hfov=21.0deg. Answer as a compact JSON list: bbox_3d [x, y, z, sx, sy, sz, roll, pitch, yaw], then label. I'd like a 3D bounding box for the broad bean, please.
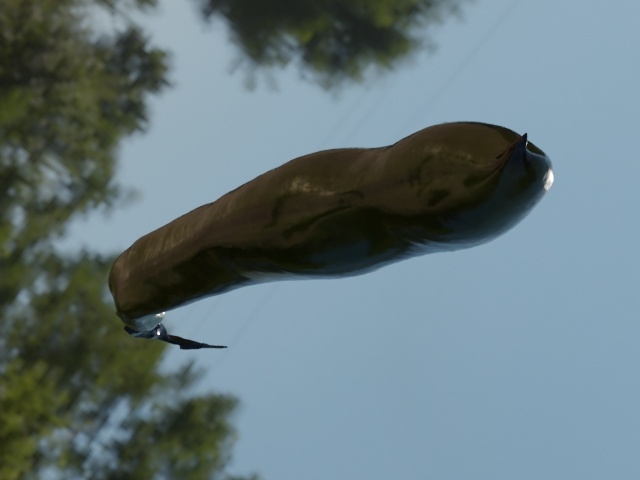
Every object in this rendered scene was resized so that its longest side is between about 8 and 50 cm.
[{"bbox_3d":[-0.010,-0.001,0.780,0.318,0.098,0.056,-24,-115,55],"label":"broad bean"}]
